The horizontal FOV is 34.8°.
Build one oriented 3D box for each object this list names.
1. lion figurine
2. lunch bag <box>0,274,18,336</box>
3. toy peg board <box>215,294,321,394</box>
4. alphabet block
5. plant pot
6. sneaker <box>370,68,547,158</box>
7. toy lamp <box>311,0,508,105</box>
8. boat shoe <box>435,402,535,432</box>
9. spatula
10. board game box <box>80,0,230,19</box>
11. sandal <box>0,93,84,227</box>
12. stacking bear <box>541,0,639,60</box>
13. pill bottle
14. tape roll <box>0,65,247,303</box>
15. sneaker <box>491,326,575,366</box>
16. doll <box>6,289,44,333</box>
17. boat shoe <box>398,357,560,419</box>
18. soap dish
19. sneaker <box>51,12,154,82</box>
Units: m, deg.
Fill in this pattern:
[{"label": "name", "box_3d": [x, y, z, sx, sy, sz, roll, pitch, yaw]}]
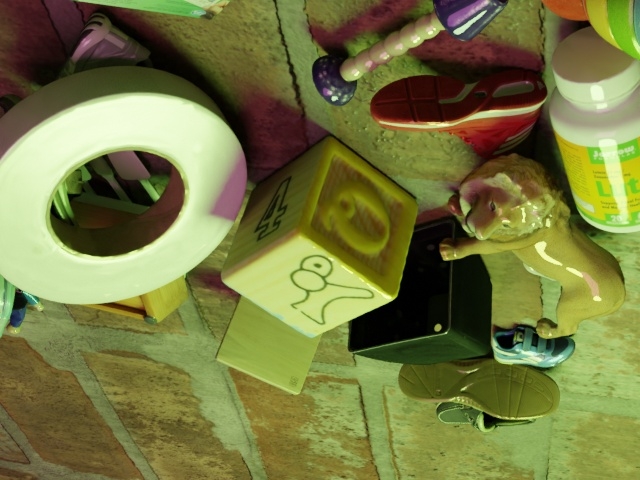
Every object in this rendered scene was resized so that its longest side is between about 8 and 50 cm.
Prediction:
[{"label": "lion figurine", "box_3d": [0.319, 0.014, 1.424, 0.392, 0.142, 0.240, 29, 157, -27]}, {"label": "lunch bag", "box_3d": [-0.608, 0.064, 1.819, 0.108, 0.224, 0.279, 9, 148, -25]}, {"label": "toy peg board", "box_3d": [-0.093, 0.174, 1.819, 0.161, 0.160, 0.079, 26, 159, -12]}, {"label": "alphabet block", "box_3d": [0.000, 0.000, 1.511, 0.192, 0.193, 0.197, 34, 140, -25]}, {"label": "plant pot", "box_3d": [0.173, 0.101, 1.601, 0.188, 0.187, 0.167, -17, 145, 38]}, {"label": "sneaker", "box_3d": [0.174, -0.144, 1.313, 0.221, 0.087, 0.128, -2, 145, 1]}, {"label": "toy lamp", "box_3d": [0.107, -0.245, 1.241, 0.080, 0.080, 0.275, 37, 139, -26]}, {"label": "boat shoe", "box_3d": [0.308, 0.321, 1.914, 0.224, 0.073, 0.080, -17, 133, 37]}, {"label": "spatula", "box_3d": [-0.328, -0.077, 1.686, 0.168, 0.019, 0.242, -3, 140, 24]}, {"label": "board game box", "box_3d": [-0.203, -0.335, 1.129, 0.317, 0.046, 0.213, -1, 158, -39]}, {"label": "sandal", "box_3d": [-0.399, -0.097, 1.530, 0.120, 0.086, 0.302, 29, 144, 28]}, {"label": "stacking bear", "box_3d": [0.334, -0.258, 1.018, 0.289, 0.164, 0.175, 32, 150, 50]}, {"label": "pill bottle", "box_3d": [0.354, -0.135, 1.237, 0.136, 0.136, 0.245, -3, 140, 25]}, {"label": "tape roll", "box_3d": [-0.297, -0.068, 1.457, 0.392, 0.072, 0.392, -17, 138, -16]}, {"label": "sneaker", "box_3d": [0.355, 0.177, 1.724, 0.144, 0.053, 0.059, -5, 137, 26]}, {"label": "doll", "box_3d": [-0.607, 0.111, 2.021, 0.129, 0.046, 0.189, 27, 138, 2]}, {"label": "boat shoe", "box_3d": [0.287, 0.254, 1.830, 0.285, 0.104, 0.089, 9, -179, 19]}, {"label": "soap dish", "box_3d": [-0.384, 0.026, 1.745, 0.291, 0.118, 0.229, 12, 146, 11]}, {"label": "sneaker", "box_3d": [-0.308, -0.211, 1.447, 0.132, 0.086, 0.229, 28, 142, -19]}]
